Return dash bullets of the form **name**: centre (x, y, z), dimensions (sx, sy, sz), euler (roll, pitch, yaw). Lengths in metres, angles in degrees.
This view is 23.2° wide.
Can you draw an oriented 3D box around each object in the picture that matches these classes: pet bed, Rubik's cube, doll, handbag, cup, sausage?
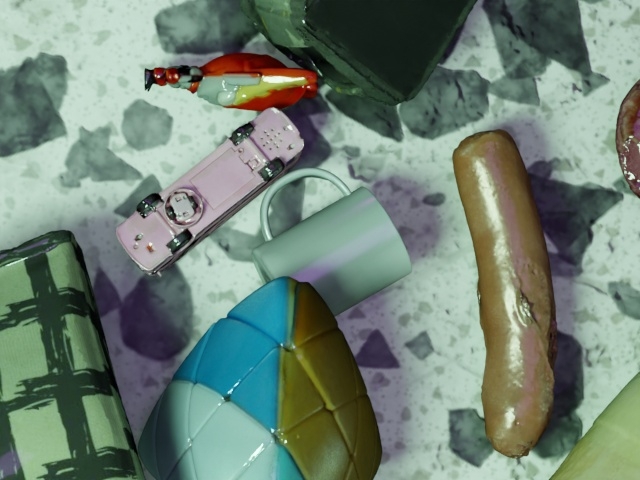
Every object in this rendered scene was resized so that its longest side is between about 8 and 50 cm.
- **pet bed**: centre (0.038, -0.256, 1.529), dimensions (0.183, 0.159, 0.211), euler (34, 83, -30)
- **Rubik's cube**: centre (-0.053, 0.185, 1.492), dimensions (0.254, 0.254, 0.254), euler (1, 86, -8)
- **doll**: centre (-0.086, -0.158, 1.527), dimensions (0.169, 0.109, 0.057), euler (8, 87, 0)
- **handbag**: centre (-0.328, 0.191, 1.400), dimensions (0.327, 0.162, 0.325), euler (-16, 66, -5)
- **cup**: centre (0.002, 0.006, 1.531), dimensions (0.133, 0.099, 0.136), euler (-30, 64, -8)
- **sausage**: centre (0.189, 0.052, 1.555), dimensions (0.087, 0.079, 0.327), euler (-7, 88, -19)

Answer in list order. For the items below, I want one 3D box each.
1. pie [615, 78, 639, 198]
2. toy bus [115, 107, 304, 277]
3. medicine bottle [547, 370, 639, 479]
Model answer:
- **pie**: centre (0.390, -0.108, 1.608), dimensions (0.182, 0.049, 0.182), euler (0, 90, -10)
- **toy bus**: centre (-0.106, -0.045, 1.517), dimensions (0.203, 0.090, 0.063), euler (-39, 85, -9)
- **medicine bottle**: centre (0.352, 0.248, 1.482), dimensions (0.235, 0.236, 0.406), euler (41, 83, -3)
